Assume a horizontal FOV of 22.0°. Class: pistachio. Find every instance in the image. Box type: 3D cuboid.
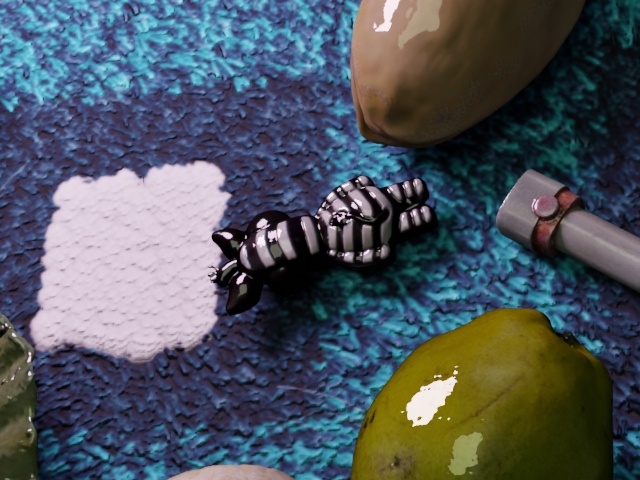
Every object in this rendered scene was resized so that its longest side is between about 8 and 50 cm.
[{"bbox_3d":[0.136,-0.214,1.531,0.181,0.162,0.293,37,78,1],"label":"pistachio"}]

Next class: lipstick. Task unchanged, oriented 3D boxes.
[{"bbox_3d":[0.247,0.004,1.433,0.186,0.057,0.063,29,77,28],"label":"lipstick"}]

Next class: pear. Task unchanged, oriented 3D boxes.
[{"bbox_3d":[0.126,0.183,1.294,0.212,0.212,0.269,24,79,30],"label":"pear"}]

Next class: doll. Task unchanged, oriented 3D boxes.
[{"bbox_3d":[0.000,0.000,1.526,0.219,0.067,0.091,-18,69,5],"label":"doll"}]

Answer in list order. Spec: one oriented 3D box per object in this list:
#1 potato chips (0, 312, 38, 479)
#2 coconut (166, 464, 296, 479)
[{"bbox_3d":[-0.414,0.219,1.524,0.389,0.097,0.373,-38,47,-4],"label":"potato chips"},{"bbox_3d":[-0.074,0.302,1.319,0.202,0.202,0.222,-12,57,16],"label":"coconut"}]
